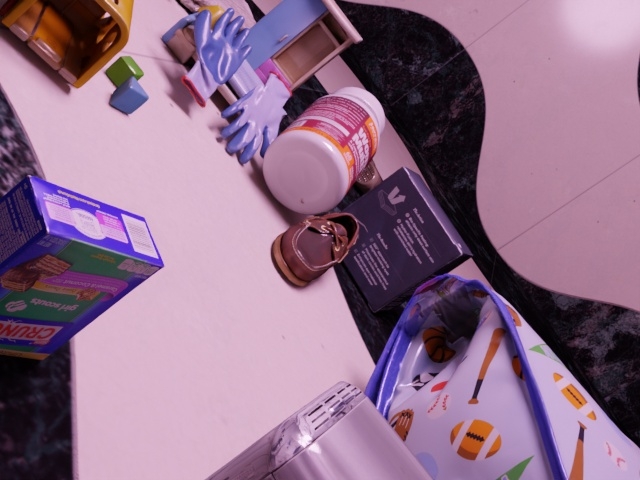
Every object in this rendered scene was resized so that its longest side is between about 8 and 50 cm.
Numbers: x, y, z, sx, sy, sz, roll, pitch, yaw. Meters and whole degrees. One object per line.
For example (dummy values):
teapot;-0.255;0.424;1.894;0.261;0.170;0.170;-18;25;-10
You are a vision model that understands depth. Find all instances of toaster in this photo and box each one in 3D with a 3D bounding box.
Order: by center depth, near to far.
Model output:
toaster;0.009;0.190;0.530;0.146;0.129;0.227;54;17;10

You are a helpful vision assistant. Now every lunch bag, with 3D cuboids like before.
lunch bag;0.214;0.250;0.796;0.328;0.239;0.385;44;26;-25

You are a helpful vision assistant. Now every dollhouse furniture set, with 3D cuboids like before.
dollhouse furniture set;-0.042;-0.258;1.181;0.286;0.198;0.303;52;17;-6

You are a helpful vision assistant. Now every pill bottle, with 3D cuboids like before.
pill bottle;0.014;-0.135;1.102;0.121;0.121;0.221;51;36;-11

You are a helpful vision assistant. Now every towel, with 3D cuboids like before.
towel;-0.195;-0.444;1.403;0.187;0.049;0.282;60;17;22

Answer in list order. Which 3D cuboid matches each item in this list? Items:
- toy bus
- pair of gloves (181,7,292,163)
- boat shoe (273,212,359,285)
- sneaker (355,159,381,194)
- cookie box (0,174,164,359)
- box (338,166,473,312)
toy bus;-0.236;-0.243;0.772;0.202;0.104;0.191;57;16;10
pair of gloves;-0.112;-0.208;1.032;0.198;0.023;0.159;52;47;-33
boat shoe;0.000;0.000;0.995;0.073;0.073;0.207;58;17;-4
sneaker;0.077;-0.158;1.584;0.071;0.066;0.188;61;11;-48
cookie box;-0.160;0.020;0.438;0.092;0.107;0.040;25;34;-58
box;0.114;0.001;1.155;0.156;0.158;0.093;59;17;15
